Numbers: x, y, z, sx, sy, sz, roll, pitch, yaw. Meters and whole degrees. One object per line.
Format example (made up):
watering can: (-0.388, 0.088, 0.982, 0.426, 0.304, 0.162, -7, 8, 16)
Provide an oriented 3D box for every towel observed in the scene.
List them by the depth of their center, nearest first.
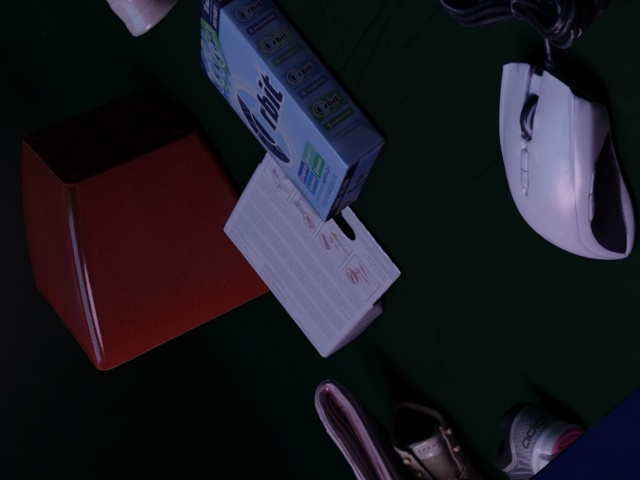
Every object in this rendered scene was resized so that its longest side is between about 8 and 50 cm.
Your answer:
towel: (0.120, 0.347, 1.217, 0.317, 0.053, 0.332, 61, -177, 37)

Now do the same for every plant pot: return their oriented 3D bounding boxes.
plant pot: (-0.243, -0.039, 1.349, 0.267, 0.267, 0.235, 38, 146, 49)

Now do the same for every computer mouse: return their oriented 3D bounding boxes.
computer mouse: (0.115, -0.054, 0.524, 0.106, 0.042, 0.193, 35, 157, 50)

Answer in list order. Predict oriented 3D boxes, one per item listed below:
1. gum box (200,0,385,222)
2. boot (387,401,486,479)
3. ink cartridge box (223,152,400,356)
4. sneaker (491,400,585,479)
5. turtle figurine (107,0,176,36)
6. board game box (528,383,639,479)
gum box: (-0.030, -0.116, 0.852, 0.184, 0.041, 0.157, 51, 166, 8)
boot: (0.152, 0.275, 1.119, 0.165, 0.077, 0.213, 60, 172, -25)
ink cartridge box: (0.000, 0.000, 1.064, 0.189, 0.066, 0.232, 52, 145, 10)
sneaker: (0.183, 0.194, 0.860, 0.075, 0.063, 0.170, 40, 156, 43)
turtle figurine: (-0.159, -0.282, 0.647, 0.266, 0.198, 0.274, 43, -178, -24)
board game box: (0.215, 0.174, 0.349, 0.291, 0.232, 0.141, 55, 167, -4)
